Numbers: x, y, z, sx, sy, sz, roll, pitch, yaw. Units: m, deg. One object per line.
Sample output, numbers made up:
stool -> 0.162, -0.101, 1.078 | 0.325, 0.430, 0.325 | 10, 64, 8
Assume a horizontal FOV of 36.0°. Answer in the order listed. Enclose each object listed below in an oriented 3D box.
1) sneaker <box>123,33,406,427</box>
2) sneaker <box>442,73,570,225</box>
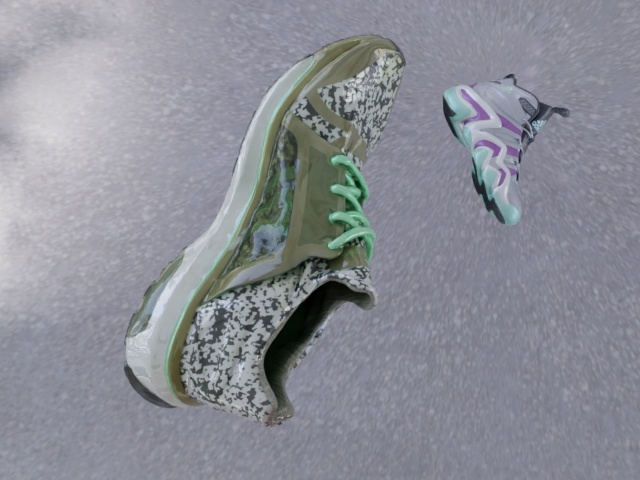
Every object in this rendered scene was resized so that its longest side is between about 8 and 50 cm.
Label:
sneaker -> 0.000, 0.000, 0.912 | 0.182, 0.158, 0.410 | 23, 79, 33
sneaker -> 0.121, -0.061, 0.595 | 0.069, 0.038, 0.098 | -19, 68, -1
